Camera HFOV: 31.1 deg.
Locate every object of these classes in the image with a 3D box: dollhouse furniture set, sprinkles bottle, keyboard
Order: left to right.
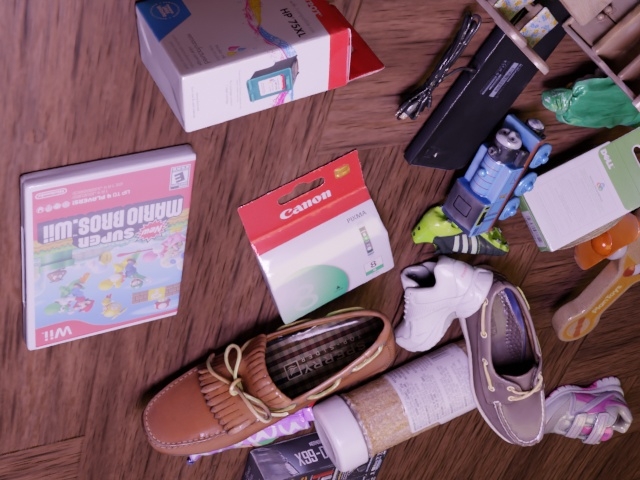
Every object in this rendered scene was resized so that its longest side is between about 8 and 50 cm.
[{"bbox_3d":[0.166,0.260,1.928,0.356,0.121,0.121,-23,143,-13],"label":"sprinkles bottle"},{"bbox_3d":[0.205,-0.220,1.476,0.202,0.033,0.317,4,130,-47],"label":"keyboard"},{"bbox_3d":[0.339,-0.271,1.349,0.212,0.161,0.242,-43,147,13],"label":"dollhouse furniture set"}]

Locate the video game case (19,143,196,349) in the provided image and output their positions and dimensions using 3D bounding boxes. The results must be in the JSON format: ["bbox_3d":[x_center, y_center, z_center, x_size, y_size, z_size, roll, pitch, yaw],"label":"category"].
[{"bbox_3d":[-0.261,0.013,1.403,0.204,0.025,0.285,-13,140,-25],"label":"video game case"}]

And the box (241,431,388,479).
[{"bbox_3d":[-0.031,0.462,2.054,0.243,0.076,0.307,-11,139,-27],"label":"box"}]

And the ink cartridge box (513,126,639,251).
[{"bbox_3d":[0.400,-0.076,1.704,0.209,0.109,0.062,-27,-178,-4],"label":"ink cartridge box"}]

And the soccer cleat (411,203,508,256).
[{"bbox_3d":[0.208,-0.006,1.711,0.179,0.060,0.072,18,132,-40],"label":"soccer cleat"}]

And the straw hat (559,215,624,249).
[{"bbox_3d":[0.400,-0.050,1.787,0.144,0.144,0.061,-33,104,0],"label":"straw hat"}]

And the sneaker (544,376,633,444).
[{"bbox_3d":[0.534,0.355,2.320,0.252,0.111,0.103,-11,139,-27],"label":"sneaker"}]

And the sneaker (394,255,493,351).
[{"bbox_3d":[0.164,0.086,1.769,0.115,0.090,0.232,33,138,-8],"label":"sneaker"}]

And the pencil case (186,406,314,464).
[{"bbox_3d":[-0.114,0.267,1.722,0.206,0.088,0.086,-17,98,0],"label":"pencil case"}]

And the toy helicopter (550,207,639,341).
[{"bbox_3d":[0.504,0.043,1.921,0.235,0.140,0.355,10,129,-41],"label":"toy helicopter"}]

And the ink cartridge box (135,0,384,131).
[{"bbox_3d":[-0.060,-0.210,1.200,0.231,0.134,0.078,-20,142,-18],"label":"ink cartridge box"}]

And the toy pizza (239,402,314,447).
[{"bbox_3d":[-0.087,0.271,1.827,0.201,0.032,0.201,-20,143,-17],"label":"toy pizza"}]

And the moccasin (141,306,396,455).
[{"bbox_3d":[-0.073,0.196,1.623,0.380,0.139,0.147,-17,160,-1],"label":"moccasin"}]

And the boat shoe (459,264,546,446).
[{"bbox_3d":[0.302,0.198,1.843,0.117,0.097,0.324,-21,108,-14],"label":"boat shoe"}]

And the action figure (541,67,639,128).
[{"bbox_3d":[0.398,-0.204,1.609,0.232,0.063,0.137,-10,140,-34],"label":"action figure"}]

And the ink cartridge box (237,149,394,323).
[{"bbox_3d":[0.000,0.000,1.561,0.181,0.056,0.224,-27,146,-8],"label":"ink cartridge box"}]

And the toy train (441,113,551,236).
[{"bbox_3d":[0.248,-0.090,1.602,0.105,0.080,0.184,-18,144,-43],"label":"toy train"}]
